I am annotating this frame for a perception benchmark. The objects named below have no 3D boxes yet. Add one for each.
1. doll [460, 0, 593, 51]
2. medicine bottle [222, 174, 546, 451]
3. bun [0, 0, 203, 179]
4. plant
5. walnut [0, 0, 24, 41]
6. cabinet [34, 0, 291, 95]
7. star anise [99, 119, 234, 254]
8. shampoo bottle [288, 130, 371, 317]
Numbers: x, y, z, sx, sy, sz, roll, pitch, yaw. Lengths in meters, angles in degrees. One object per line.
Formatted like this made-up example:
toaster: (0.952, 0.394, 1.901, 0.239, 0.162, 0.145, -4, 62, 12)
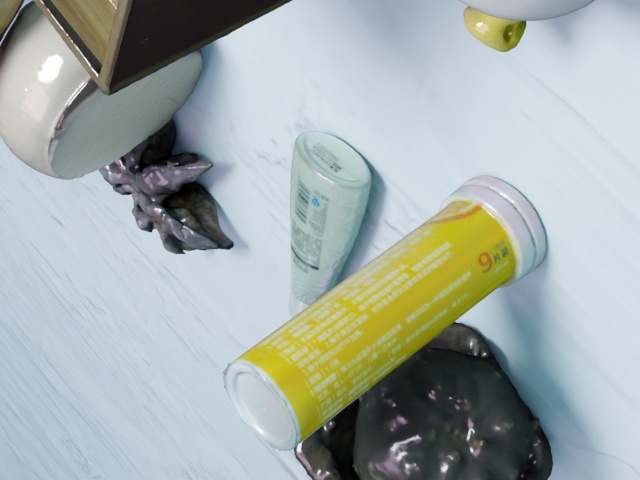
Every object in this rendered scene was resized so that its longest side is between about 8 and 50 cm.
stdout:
doll: (0.119, -0.182, 0.522, 0.138, 0.119, 0.293, 44, 155, 5)
medicine bottle: (0.043, 0.042, 0.738, 0.074, 0.218, 0.074, 35, 144, 31)
bun: (-0.188, -0.137, 0.948, 0.120, 0.173, 0.173, 47, 150, 10)
plant: (0.070, 0.152, 0.876, 0.142, 0.164, 0.256, 57, 166, 5)
walnut: (-0.362, -0.277, 0.886, 0.381, 0.381, 0.381, 37, 145, 31)
cabinet: (-0.054, -0.218, 0.632, 0.148, 0.215, 0.175, 53, 151, 9)
star anise: (-0.152, -0.062, 1.084, 0.204, 0.061, 0.180, 52, 150, 8)
shampoo bottle: (0.000, 0.000, 0.941, 0.069, 0.041, 0.190, 37, 146, 21)
